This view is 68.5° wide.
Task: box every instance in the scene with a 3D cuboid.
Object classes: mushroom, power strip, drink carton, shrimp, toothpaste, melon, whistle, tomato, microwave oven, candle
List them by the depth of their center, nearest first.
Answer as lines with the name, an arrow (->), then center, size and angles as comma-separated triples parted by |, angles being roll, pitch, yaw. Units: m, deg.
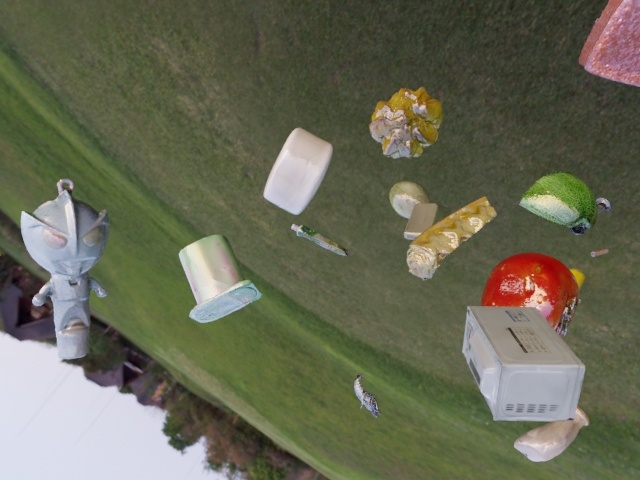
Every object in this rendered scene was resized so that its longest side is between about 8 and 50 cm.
microwave oven -> 0.363, 0.224, 0.879 | 0.162, 0.122, 0.208 | 0, -160, 1
whistle -> -0.488, 0.054, 0.917 | 0.133, 0.346, 0.142 | 5, -172, 29
drink carton -> -0.224, 0.076, 0.995 | 0.142, 0.144, 0.146 | 62, 175, 17
candle -> 0.860, -0.549, 1.271 | 0.287, 0.131, 0.317 | -19, 120, 28
power strip -> 0.294, -0.052, 1.371 | 0.076, 0.169, 0.028 | 3, 130, 25
melon -> 0.814, -0.131, 1.526 | 0.169, 0.265, 0.129 | -119, 37, -49
mushroom -> 0.762, 0.637, 1.535 | 0.096, 0.247, 0.108 | 53, -179, -9
tomato -> 0.712, 0.205, 1.605 | 0.293, 0.325, 0.290 | 18, -178, -43
toothpaste -> 0.000, 0.000, 1.799 | 0.248, 0.047, 0.078 | 27, -170, 8
melon -> 0.347, -0.154, 1.811 | 0.192, 0.139, 0.139 | 47, 173, 42
shrimp -> 0.175, 0.615, 1.843 | 0.174, 0.076, 0.082 | 61, 164, 16

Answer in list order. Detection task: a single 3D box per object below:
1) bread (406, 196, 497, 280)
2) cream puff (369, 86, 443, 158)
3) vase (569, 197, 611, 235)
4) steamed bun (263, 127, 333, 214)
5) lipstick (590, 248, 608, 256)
bread -> 0.283, -0.010, 1.035 | 0.088, 0.232, 0.128 | 52, 173, 0
cream puff -> 0.288, -0.392, 1.581 | 0.244, 0.196, 0.244 | 15, 114, 36
vase -> 0.966, -0.087, 1.683 | 0.059, 0.167, 0.059 | 47, 160, 22
steamed bun -> -0.068, -0.195, 1.384 | 0.146, 0.242, 0.164 | 26, -158, -8
lipstick -> 0.969, 0.042, 1.630 | 0.094, 0.019, 0.019 | -8, -167, -36
